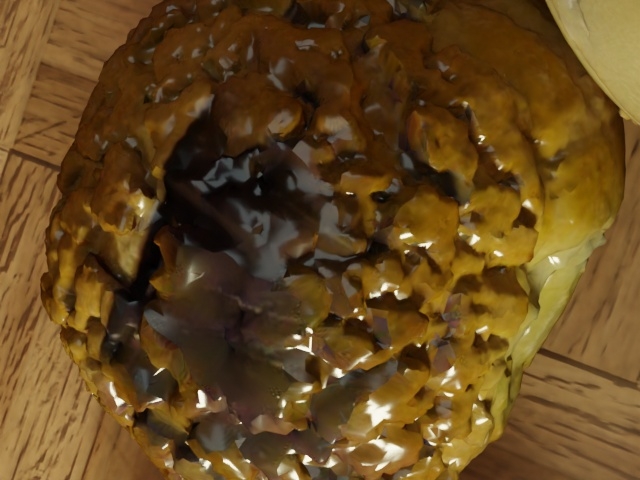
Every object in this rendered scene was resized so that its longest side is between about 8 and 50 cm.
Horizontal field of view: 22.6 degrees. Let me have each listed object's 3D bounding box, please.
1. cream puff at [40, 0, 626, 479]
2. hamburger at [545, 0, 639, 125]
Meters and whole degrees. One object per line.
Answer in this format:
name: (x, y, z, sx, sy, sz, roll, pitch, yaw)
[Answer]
cream puff: (0.000, 0.000, 0.898, 0.343, 0.231, 0.327, -24, 90, 26)
hamburger: (0.246, -0.179, 0.836, 0.300, 0.176, 0.300, 0, 91, -20)
